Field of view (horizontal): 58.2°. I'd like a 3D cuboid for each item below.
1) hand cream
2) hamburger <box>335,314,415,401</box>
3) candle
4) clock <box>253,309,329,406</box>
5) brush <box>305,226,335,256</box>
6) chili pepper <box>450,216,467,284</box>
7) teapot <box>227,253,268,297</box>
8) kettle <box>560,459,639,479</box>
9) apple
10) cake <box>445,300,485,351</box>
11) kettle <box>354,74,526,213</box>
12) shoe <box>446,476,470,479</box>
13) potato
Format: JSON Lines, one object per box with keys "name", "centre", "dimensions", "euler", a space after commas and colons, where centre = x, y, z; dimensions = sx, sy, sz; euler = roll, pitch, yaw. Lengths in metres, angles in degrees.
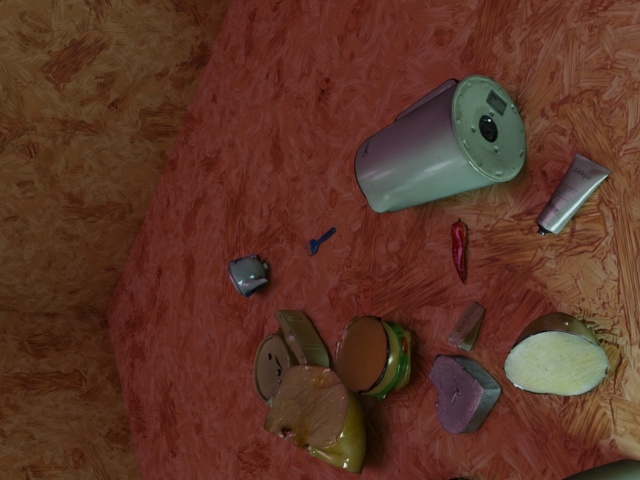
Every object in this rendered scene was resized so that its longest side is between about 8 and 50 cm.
{"name": "hand cream", "centre": [0.530, -0.090, 1.236], "dimensions": [0.087, 0.054, 0.186], "euler": [46, 114, 42]}
{"name": "hamburger", "centre": [0.158, 0.323, 1.575], "dimensions": [0.237, 0.149, 0.236], "euler": [-26, 55, 44]}
{"name": "candle", "centre": [0.347, 0.363, 1.380], "dimensions": [0.169, 0.068, 0.192], "euler": [-27, 65, 52]}
{"name": "clock", "centre": [-0.121, 0.436, 1.953], "dimensions": [0.348, 0.117, 0.286], "euler": [-62, 40, 25]}
{"name": "brush", "centre": [0.000, 0.000, 1.957], "dimensions": [0.164, 0.014, 0.051], "euler": [-39, 55, 42]}
{"name": "chili pepper", "centre": [0.353, 0.026, 1.467], "dimensions": [0.045, 0.027, 0.178], "euler": [-13, 76, 51]}
{"name": "teapot", "centre": [-0.266, 0.124, 2.204], "dimensions": [0.158, 0.159, 0.232], "euler": [-68, 24, 19]}
{"name": "kettle", "centre": [0.485, 0.504, 1.015], "dimensions": [0.240, 0.256, 0.165], "euler": [-54, 47, 33]}
{"name": "apple", "centre": [0.007, 0.527, 1.653], "dimensions": [0.309, 0.252, 0.313], "euler": [2, 107, 42]}
{"name": "cake", "centre": [0.359, 0.208, 1.405], "dimensions": [0.052, 0.065, 0.121], "euler": [28, 99, 49]}
{"name": "kettle", "centre": [0.293, -0.264, 1.457], "dimensions": [0.377, 0.250, 0.360], "euler": [-20, 48, 53]}
{"name": "shoe", "centre": [0.286, 0.752, 1.301], "dimensions": [0.237, 0.171, 0.383], "euler": [-34, 56, 37]}
{"name": "potato", "centre": [0.481, 0.220, 1.184], "dimensions": [0.117, 0.182, 0.202], "euler": [-66, -5, -47]}
